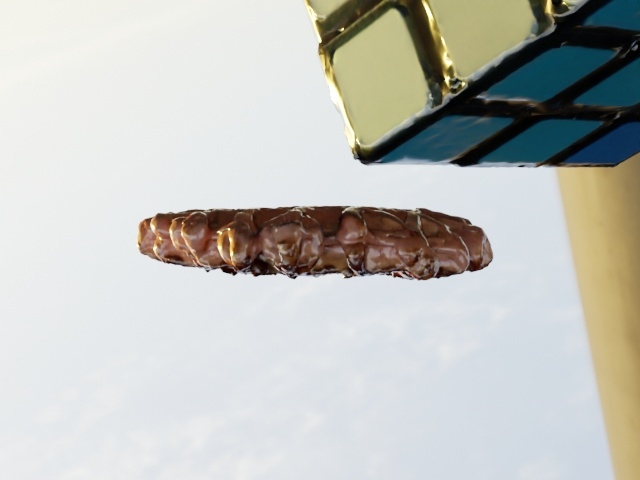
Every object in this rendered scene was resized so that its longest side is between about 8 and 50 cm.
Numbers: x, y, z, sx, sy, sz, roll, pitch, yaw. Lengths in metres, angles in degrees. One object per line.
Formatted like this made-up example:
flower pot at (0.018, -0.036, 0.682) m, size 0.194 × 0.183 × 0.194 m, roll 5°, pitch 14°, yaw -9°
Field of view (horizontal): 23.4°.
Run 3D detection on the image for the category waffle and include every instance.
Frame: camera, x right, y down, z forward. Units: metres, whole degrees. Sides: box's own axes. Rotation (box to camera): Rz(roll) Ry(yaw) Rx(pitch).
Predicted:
waffle at (0.000, 0.000, 1.076) m, size 0.234 × 0.056 × 0.221 m, roll 4°, pitch 179°, yaw -34°

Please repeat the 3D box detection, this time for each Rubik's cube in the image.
Rubik's cube at (0.092, -0.130, 0.574) m, size 0.162 × 0.163 × 0.160 m, roll -5°, pitch 160°, yaw -43°
